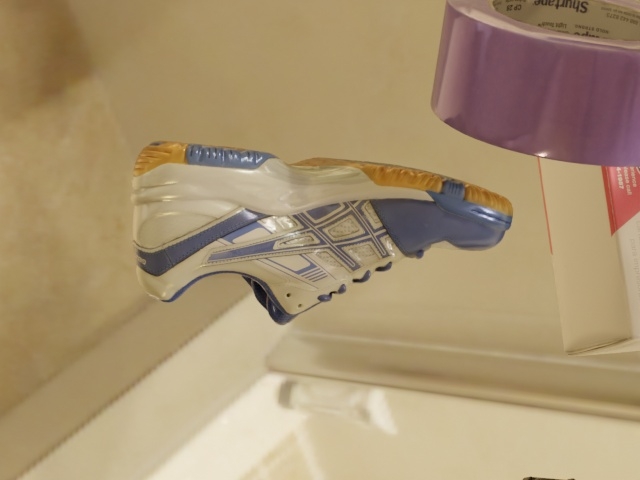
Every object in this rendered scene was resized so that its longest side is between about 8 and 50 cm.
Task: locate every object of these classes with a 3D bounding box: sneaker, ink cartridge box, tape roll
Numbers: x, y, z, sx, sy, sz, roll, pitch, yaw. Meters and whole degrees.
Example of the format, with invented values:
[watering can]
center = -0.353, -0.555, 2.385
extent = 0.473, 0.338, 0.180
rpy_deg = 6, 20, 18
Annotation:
[sneaker]
center = 0.000, 0.000, 1.128
extent = 0.296, 0.112, 0.131
rpy_deg = 5, 93, -12
[ink cartridge box]
center = 0.359, -0.011, 1.365
extent = 0.283, 0.117, 0.207
rpy_deg = -3, 80, -23
[tape roll]
center = 0.175, -0.119, 1.027
extent = 0.189, 0.189, 0.080
rpy_deg = -16, 121, -43

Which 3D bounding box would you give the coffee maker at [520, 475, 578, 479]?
[coffee maker]
center = 0.255, 0.325, 1.372
extent = 0.120, 0.171, 0.178
rpy_deg = -15, 113, -72
